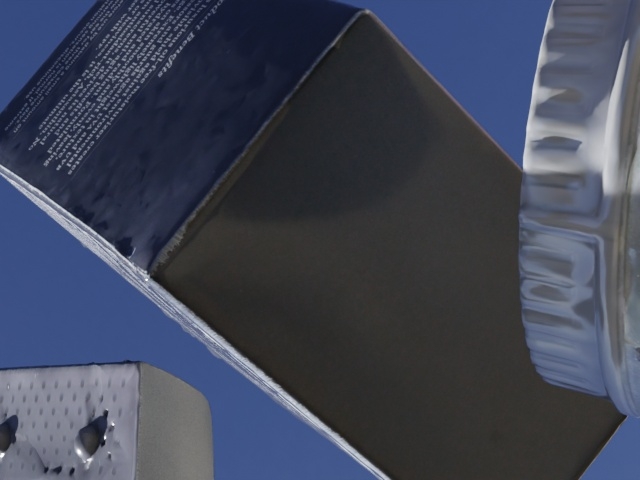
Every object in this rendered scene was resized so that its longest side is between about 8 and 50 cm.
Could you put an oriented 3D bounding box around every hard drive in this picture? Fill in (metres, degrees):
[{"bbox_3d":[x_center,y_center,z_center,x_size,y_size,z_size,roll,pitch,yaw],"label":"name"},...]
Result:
[{"bbox_3d":[-0.110,0.181,0.742,0.054,0.172,0.254,12,-102,-34],"label":"hard drive"}]

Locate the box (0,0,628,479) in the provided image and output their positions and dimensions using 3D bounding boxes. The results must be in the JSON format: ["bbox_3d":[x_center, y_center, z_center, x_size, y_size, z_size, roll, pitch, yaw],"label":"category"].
[{"bbox_3d":[0.000,0.000,1.008,0.296,0.294,0.182,42,-96,-31],"label":"box"}]

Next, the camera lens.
[{"bbox_3d":[0.234,-0.021,0.663,0.219,0.274,0.219,8,-90,-69],"label":"camera lens"}]
